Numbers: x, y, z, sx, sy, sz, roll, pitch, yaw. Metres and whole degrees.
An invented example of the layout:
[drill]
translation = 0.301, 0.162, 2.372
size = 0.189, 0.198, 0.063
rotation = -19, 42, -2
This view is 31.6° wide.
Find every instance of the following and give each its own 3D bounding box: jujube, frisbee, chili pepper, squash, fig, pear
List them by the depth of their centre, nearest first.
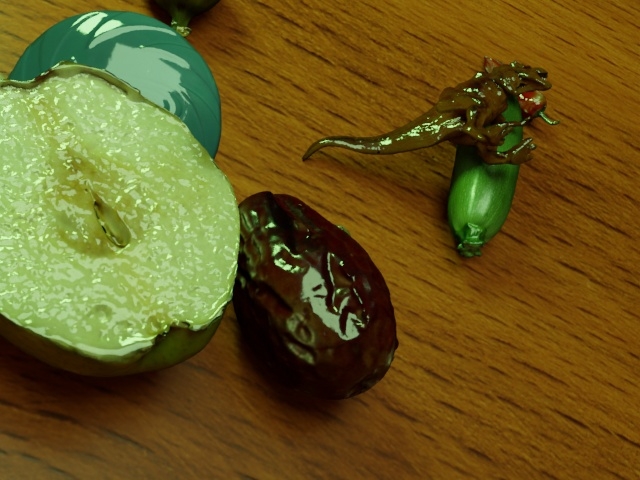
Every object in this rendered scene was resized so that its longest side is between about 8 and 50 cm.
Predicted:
[pear]
translation = -0.284, -0.002, 1.351
size = 0.340, 0.191, 0.386
rotation = -18, 69, -29
[jujube]
translation = -0.014, 0.067, 1.449
size = 0.197, 0.197, 0.290
rotation = -14, 57, -34
[frisbee]
translation = -0.270, -0.166, 1.480
size = 0.290, 0.049, 0.289
rotation = 1, 84, -13
[fig]
translation = -0.196, -0.392, 1.717
size = 0.142, 0.148, 0.186
rotation = 0, 97, -44
[squash]
translation = 0.262, -0.130, 1.782
size = 0.107, 0.107, 0.395
rotation = 24, 50, -11
[chili pepper]
translation = 0.340, -0.256, 1.947
size = 0.059, 0.050, 0.191
rotation = -20, 57, -33

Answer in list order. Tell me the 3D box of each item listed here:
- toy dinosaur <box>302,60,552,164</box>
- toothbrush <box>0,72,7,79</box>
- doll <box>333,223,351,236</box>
[toy dinosaur]
translation = 0.206, -0.174, 1.685
size = 0.432, 0.097, 0.208
rotation = -21, 40, -23
[toothbrush]
translation = -0.567, -0.320, 1.529
size = 0.375, 0.028, 0.037
rotation = 39, 42, 2
[doll]
translation = -0.002, 0.005, 1.604
size = 0.093, 0.051, 0.061
rotation = -15, 63, -2
